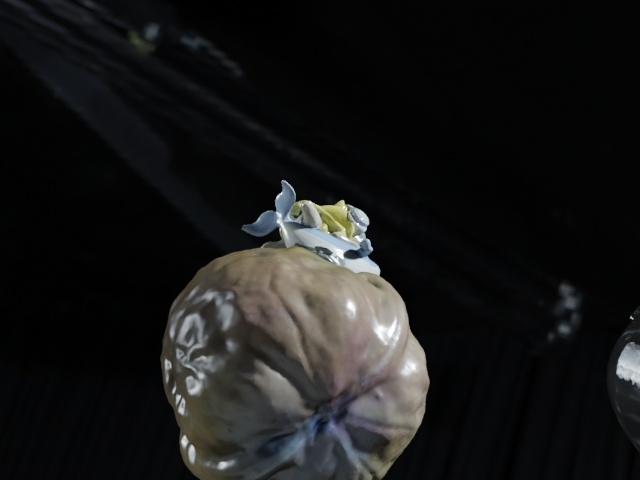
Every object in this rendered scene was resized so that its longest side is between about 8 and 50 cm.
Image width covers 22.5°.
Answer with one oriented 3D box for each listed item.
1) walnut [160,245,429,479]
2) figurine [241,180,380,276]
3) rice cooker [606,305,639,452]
[{"bbox_3d":[-0.027,0.121,1.464,0.248,0.248,0.248,14,-28,8],"label":"walnut"},{"bbox_3d":[0.000,0.000,2.258,0.208,0.184,0.128,36,-69,-18],"label":"figurine"},{"bbox_3d":[0.463,0.163,1.808,0.267,0.267,0.224,32,-2,-24],"label":"rice cooker"}]
